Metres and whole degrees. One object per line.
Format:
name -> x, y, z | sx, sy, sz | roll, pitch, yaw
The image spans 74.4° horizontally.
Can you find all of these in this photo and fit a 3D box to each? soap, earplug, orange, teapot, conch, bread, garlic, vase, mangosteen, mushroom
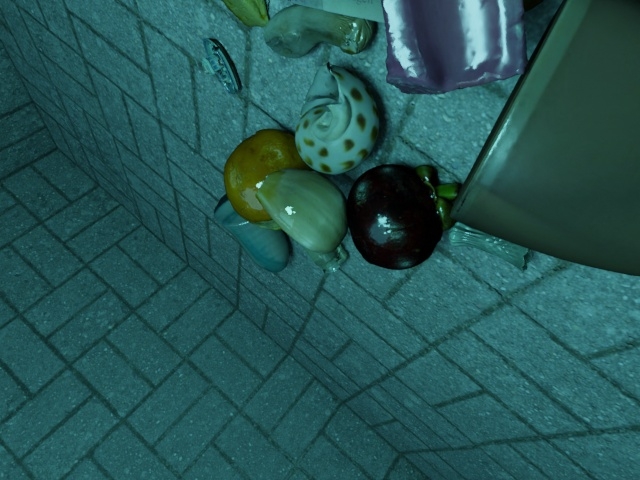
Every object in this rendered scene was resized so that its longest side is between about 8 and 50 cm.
soap -> 0.103, -0.337, 0.415 | 0.128, 0.233, 0.359 | -9, 114, 19
earplug -> -0.196, -0.012, 1.400 | 0.185, 0.185, 0.324 | 23, 151, 35
orange -> -0.116, -0.147, 1.032 | 0.240, 0.240, 0.240 | 32, 149, 22
teapot -> 0.000, 0.000, 1.247 | 0.107, 0.077, 0.200 | -23, 111, 39
conch -> 0.032, -0.221, 0.838 | 0.149, 0.182, 0.275 | 9, 174, -21
bread -> -0.137, -0.486, 0.840 | 0.084, 0.080, 0.109 | 25, -179, 32
garlic -> -0.021, -0.053, 0.894 | 0.164, 0.145, 0.245 | 14, 159, 46
vase -> 0.325, -0.001, 0.806 | 0.149, 0.081, 0.081 | 20, 143, 34
mangosteen -> 0.162, -0.045, 0.844 | 0.216, 0.216, 0.216 | 32, 149, 22
mushroom -> -0.003, -0.375, 0.750 | 0.223, 0.081, 0.092 | 16, 124, 38

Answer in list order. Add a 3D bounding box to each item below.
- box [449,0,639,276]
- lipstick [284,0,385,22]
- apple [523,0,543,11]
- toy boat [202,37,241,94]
box -> 0.307, -0.104, 0.487 | 0.216, 0.301, 0.301 | 27, 148, 10
lipstick -> 0.069, -0.387, 0.648 | 0.317, 0.068, 0.066 | 28, 147, 28
apple -> 0.243, -0.320, 0.508 | 0.084, 0.071, 0.084 | 33, 150, 22
toy boat -> -0.248, -0.419, 1.021 | 0.059, 0.066, 0.140 | 17, 140, 46
